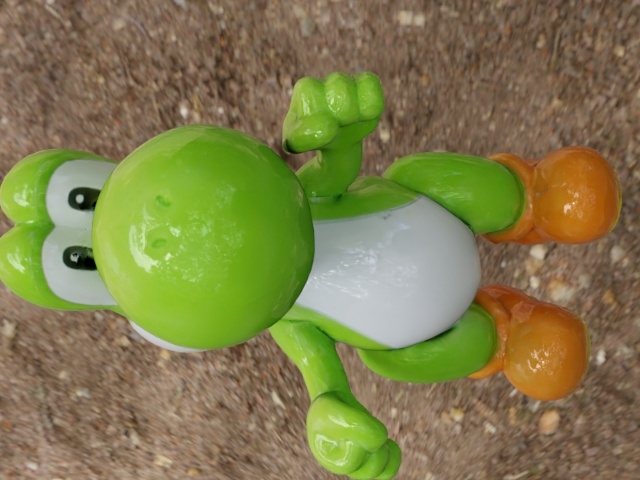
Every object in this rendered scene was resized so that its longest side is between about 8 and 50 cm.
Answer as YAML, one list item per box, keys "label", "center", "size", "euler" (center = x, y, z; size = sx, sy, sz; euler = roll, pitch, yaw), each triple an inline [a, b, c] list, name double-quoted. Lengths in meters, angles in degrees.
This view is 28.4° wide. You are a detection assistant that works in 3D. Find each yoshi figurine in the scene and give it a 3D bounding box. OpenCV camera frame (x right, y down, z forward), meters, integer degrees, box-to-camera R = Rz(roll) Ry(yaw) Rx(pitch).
- label: "yoshi figurine"
  center: [0.011, 0.012, 0.701]
  size: [0.362, 0.203, 0.204]
  euler: [4, 51, -28]
